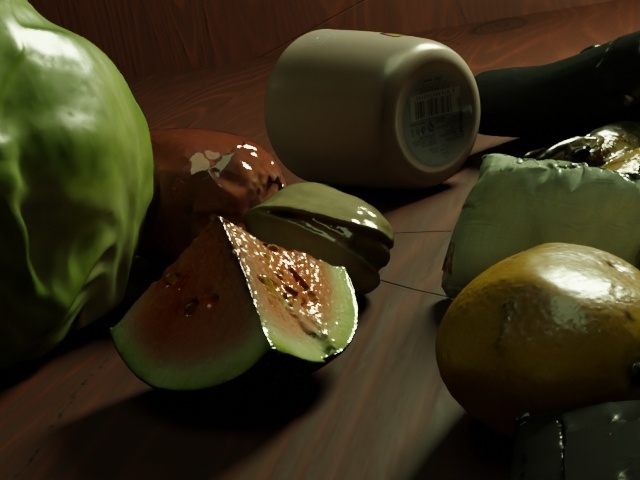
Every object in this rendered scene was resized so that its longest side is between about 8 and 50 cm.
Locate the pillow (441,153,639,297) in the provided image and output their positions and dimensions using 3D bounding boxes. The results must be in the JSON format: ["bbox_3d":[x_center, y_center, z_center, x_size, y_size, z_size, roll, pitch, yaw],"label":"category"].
[{"bbox_3d":[0.175,0.000,0.987,0.051,0.128,0.229,16,0,-29],"label":"pillow"}]

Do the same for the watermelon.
[{"bbox_3d":[-0.047,0.065,0.962,0.193,0.137,0.145,5,-14,46],"label":"watermelon"}]

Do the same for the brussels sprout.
[{"bbox_3d":[-0.363,-0.061,1.106,0.342,0.361,0.425,7,21,40],"label":"brussels sprout"}]

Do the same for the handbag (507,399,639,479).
[{"bbox_3d":[0.192,0.123,0.572,0.223,0.080,0.247,-8,14,12],"label":"handbag"}]

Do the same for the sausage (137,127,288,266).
[{"bbox_3d":[-0.136,-0.043,1.308,0.152,0.152,0.279,-20,16,-32],"label":"sausage"}]

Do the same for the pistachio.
[{"bbox_3d":[0.000,0.000,1.126,0.149,0.113,0.113,3,19,45],"label":"pistachio"}]

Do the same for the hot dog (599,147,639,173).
[{"bbox_3d":[0.354,-0.075,1.268,0.088,0.061,0.286,-12,8,45],"label":"hot dog"}]

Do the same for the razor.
[{"bbox_3d":[0.332,-0.184,1.532,0.189,0.107,0.327,-10,2,-35],"label":"razor"}]

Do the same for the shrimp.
[{"bbox_3d":[0.286,-0.094,1.403,0.253,0.058,0.173,-19,8,-42],"label":"shrimp"}]

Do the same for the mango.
[{"bbox_3d":[0.145,0.056,0.805,0.147,0.109,0.227,-14,12,6],"label":"mango"}]

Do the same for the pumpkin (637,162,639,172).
[{"bbox_3d":[0.358,-0.059,0.928,0.263,0.197,0.293,-15,12,-6],"label":"pumpkin"}]

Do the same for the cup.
[{"bbox_3d":[0.090,-0.145,1.528,0.253,0.191,0.200,20,-5,-41],"label":"cup"}]
